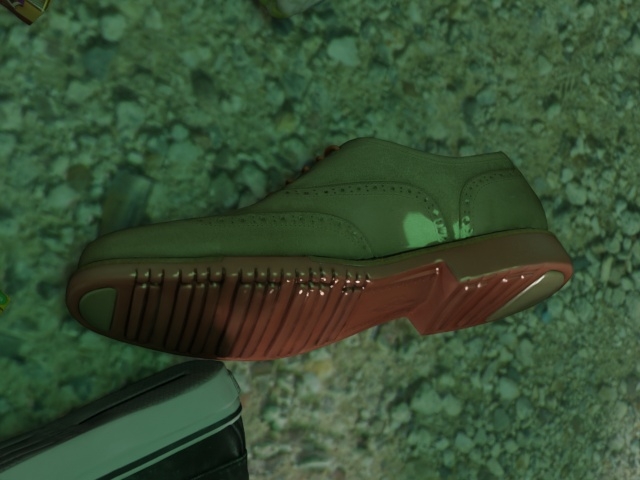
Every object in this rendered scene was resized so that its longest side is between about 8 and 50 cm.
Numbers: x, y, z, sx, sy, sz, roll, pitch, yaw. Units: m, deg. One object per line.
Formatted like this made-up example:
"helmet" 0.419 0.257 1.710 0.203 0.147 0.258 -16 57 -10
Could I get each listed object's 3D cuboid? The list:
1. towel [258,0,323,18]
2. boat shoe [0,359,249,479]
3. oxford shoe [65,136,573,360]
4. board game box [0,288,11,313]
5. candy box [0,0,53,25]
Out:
"towel" 0.032 -0.405 0.667 0.320 0.090 0.375 -32 123 -21
"boat shoe" -0.184 0.191 0.579 0.335 0.121 0.119 -21 96 -29
"oxford shoe" 0.000 0.000 0.697 0.396 0.140 0.147 -2 61 -24
"board game box" -0.289 0.033 0.522 0.170 0.048 0.141 46 32 -22
"candy box" -0.192 -0.257 0.609 0.109 0.053 0.187 34 76 -25
